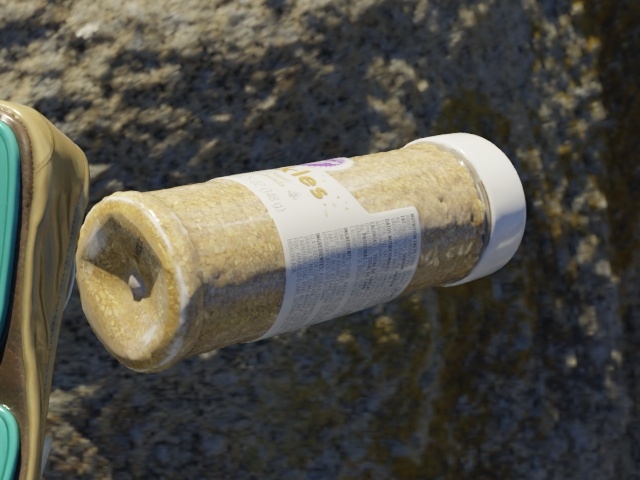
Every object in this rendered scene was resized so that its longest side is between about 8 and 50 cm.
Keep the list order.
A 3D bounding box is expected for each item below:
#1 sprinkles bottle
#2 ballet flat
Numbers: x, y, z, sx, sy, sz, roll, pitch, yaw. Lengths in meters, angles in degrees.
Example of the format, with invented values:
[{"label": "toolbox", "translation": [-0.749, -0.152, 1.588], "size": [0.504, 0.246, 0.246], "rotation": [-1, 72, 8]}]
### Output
[{"label": "sprinkles bottle", "translation": [0.000, 0.000, 0.939], "size": [0.355, 0.121, 0.121], "rotation": [-14, 90, -44]}, {"label": "ballet flat", "translation": [-0.135, 0.059, 0.542], "size": [0.073, 0.080, 0.232], "rotation": [17, 83, -68]}]
